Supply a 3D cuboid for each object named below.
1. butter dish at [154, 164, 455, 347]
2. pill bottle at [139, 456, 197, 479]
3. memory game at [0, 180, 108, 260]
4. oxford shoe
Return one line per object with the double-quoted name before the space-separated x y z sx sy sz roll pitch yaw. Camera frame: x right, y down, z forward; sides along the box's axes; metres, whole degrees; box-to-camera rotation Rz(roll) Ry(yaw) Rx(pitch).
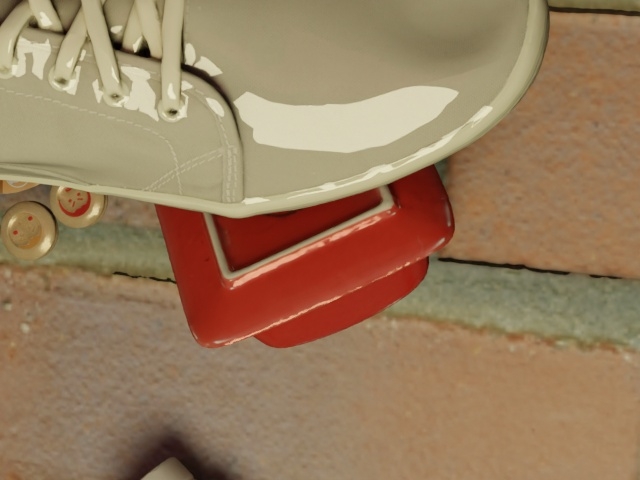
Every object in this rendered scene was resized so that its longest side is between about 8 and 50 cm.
"butter dish" 0.000 0.000 0.901 0.160 0.118 0.159 -25 49 6
"pill bottle" -0.068 0.204 0.945 0.137 0.078 0.078 45 103 10
"memory game" -0.196 -0.077 0.933 0.186 0.012 0.186 1 93 15
"oxford shoe" -0.106 -0.105 0.824 0.450 0.130 0.169 0 76 14
